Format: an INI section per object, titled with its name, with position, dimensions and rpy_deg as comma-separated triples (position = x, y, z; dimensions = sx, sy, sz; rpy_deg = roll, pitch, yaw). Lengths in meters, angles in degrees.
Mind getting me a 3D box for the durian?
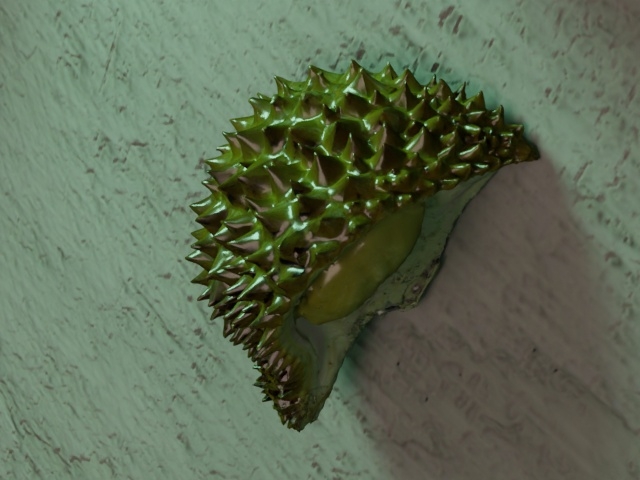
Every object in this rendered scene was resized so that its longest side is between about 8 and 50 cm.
[durian]
position = 0.000, 0.000, 1.271
dimensions = 0.306, 0.166, 0.172
rpy_deg = -64, 33, 34
